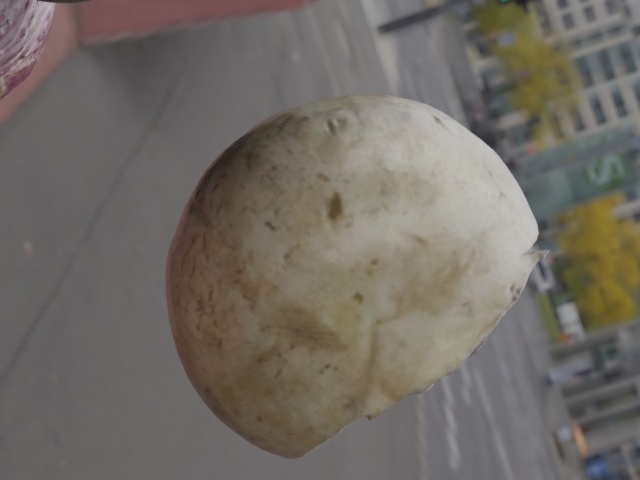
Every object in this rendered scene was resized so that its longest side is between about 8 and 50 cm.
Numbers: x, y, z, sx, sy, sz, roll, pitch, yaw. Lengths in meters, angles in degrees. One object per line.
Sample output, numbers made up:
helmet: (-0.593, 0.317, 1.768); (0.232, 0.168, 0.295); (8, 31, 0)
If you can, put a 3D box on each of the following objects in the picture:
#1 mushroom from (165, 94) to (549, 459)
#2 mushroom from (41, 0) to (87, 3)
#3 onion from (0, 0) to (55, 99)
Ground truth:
mushroom: (0.000, 0.000, 1.185); (0.189, 0.254, 0.195); (53, -3, -25)
mushroom: (-0.131, -0.277, 1.224); (0.148, 0.227, 0.217); (47, -33, -1)
onion: (-0.334, -0.227, 1.496); (0.256, 0.272, 0.230); (-81, 179, -61)
